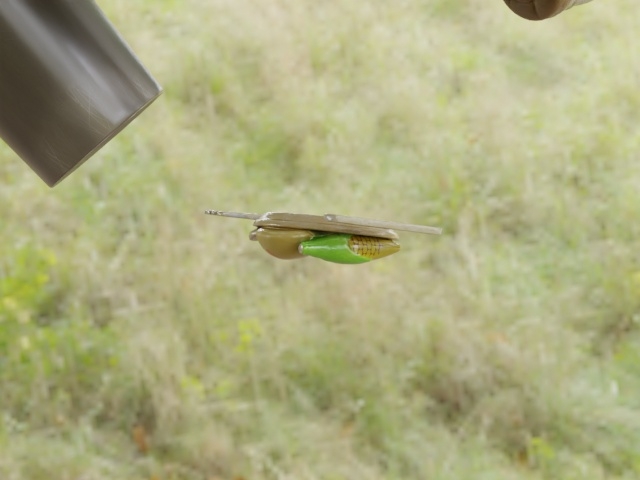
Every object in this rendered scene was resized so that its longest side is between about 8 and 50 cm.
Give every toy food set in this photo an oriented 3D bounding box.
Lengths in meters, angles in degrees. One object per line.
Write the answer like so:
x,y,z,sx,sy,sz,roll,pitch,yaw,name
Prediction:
0.000,0.000,1.396,0.132,0.038,0.192,6,-1,-35,toy food set

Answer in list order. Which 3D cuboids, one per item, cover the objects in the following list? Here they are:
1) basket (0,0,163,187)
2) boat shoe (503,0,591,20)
-0.252,-0.169,1.397,0.154,0.227,0.204,-42,7,-8,basket
0.159,-0.355,1.376,0.110,0.341,0.121,-23,7,-26,boat shoe
